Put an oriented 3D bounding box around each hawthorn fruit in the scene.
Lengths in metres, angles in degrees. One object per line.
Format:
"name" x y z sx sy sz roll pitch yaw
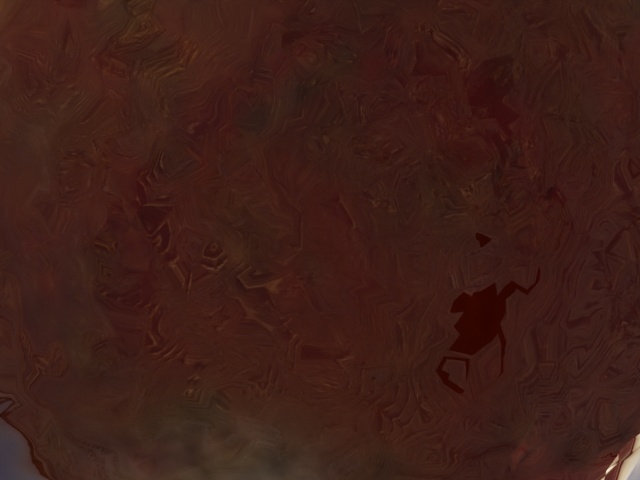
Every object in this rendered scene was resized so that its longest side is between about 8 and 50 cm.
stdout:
"hawthorn fruit" 0.000 0.000 0.452 0.254 0.254 0.300 5 -94 -23
